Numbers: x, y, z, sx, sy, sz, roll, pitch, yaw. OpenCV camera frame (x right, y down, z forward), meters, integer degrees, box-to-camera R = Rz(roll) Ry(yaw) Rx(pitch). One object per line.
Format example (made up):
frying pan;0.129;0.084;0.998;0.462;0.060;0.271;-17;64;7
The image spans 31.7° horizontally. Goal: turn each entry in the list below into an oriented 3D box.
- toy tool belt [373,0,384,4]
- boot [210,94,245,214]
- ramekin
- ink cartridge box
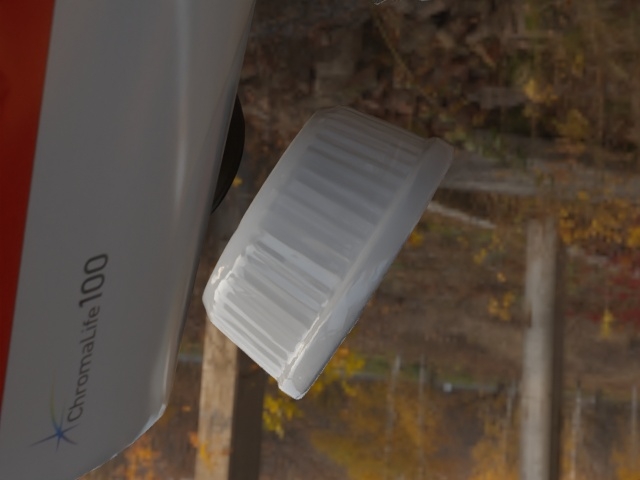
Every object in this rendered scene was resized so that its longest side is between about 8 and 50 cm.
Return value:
toy tool belt;0.032;-0.135;0.439;0.052;0.083;0.051;-14;-164;-33
boot;-0.177;-0.109;0.923;0.229;0.263;0.091;-16;152;33
ramekin;0.000;0.000;1.034;0.127;0.273;0.273;31;172;1
ink cartridge box;-0.061;-0.053;0.345;0.091;0.308;0.385;11;-156;-9
